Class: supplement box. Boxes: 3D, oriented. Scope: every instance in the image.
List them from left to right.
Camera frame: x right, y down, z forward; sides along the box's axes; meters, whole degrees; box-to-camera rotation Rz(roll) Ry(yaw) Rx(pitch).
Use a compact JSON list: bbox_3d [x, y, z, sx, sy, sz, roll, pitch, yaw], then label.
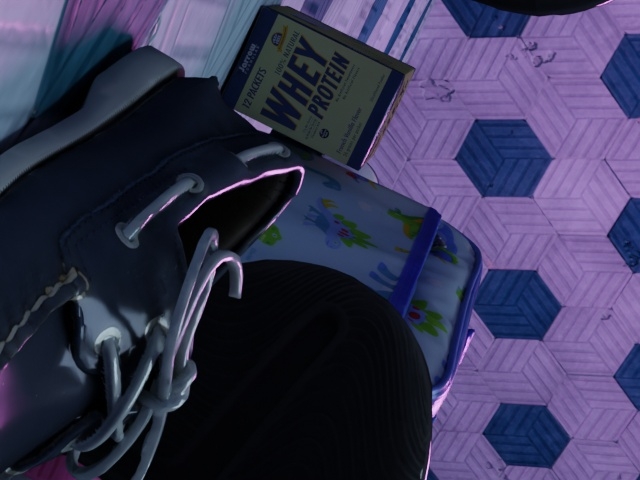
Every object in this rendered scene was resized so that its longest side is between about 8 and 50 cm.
[{"bbox_3d":[0.000,-0.083,0.889,0.056,0.083,0.083,-64,177,11],"label":"supplement box"}]

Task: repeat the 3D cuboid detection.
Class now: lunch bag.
[{"bbox_3d":[-0.008,0.030,0.837,0.090,0.176,0.219,-64,177,24],"label":"lunch bag"}]

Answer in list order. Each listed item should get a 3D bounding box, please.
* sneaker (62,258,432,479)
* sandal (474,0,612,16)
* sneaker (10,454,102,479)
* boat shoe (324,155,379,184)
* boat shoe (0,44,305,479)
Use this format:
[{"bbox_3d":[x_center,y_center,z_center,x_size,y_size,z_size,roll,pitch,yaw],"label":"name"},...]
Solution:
[{"bbox_3d":[-0.083,0.207,0.740,0.447,0.169,0.257,-60,167,5],"label":"sneaker"},{"bbox_3d":[0.109,-0.282,0.579,0.107,0.168,0.445,59,47,-58],"label":"sandal"},{"bbox_3d":[-0.137,0.180,0.539,0.252,0.103,0.111,-64,180,17],"label":"sneaker"},{"bbox_3d":[0.000,0.000,1.530,0.088,0.096,0.267,-33,160,-38],"label":"boat shoe"},{"bbox_3d":[-0.069,0.020,0.502,0.095,0.079,0.254,-64,178,27],"label":"boat shoe"}]
